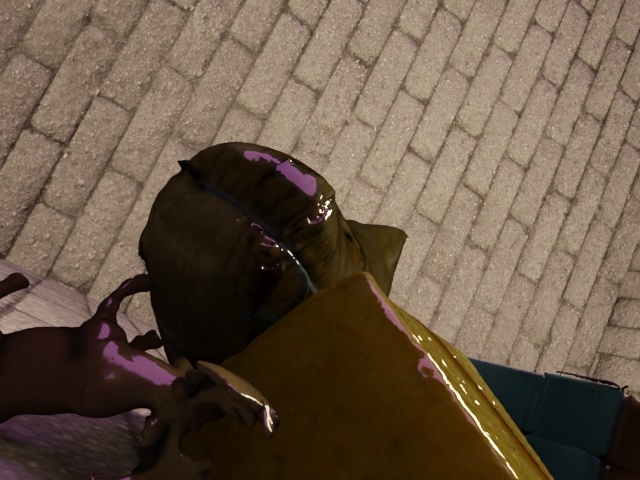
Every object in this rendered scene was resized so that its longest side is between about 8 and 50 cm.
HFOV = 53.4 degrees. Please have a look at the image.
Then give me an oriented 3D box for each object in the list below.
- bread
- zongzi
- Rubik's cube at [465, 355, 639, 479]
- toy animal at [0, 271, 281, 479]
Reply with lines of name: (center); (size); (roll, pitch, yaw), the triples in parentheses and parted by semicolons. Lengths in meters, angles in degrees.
bread: (0.077, 0.233, 0.432); (0.233, 0.245, 0.361); (41, 11, -51)
zongzi: (0.000, 0.000, 0.646); (0.174, 0.393, 0.356); (31, -35, 22)
Rubik's cube: (0.276, 0.288, 0.760); (0.221, 0.224, 0.231); (31, -17, -33)
toy animal: (-0.135, 0.093, 0.400); (0.214, 0.093, 0.186); (-2, 19, -6)
